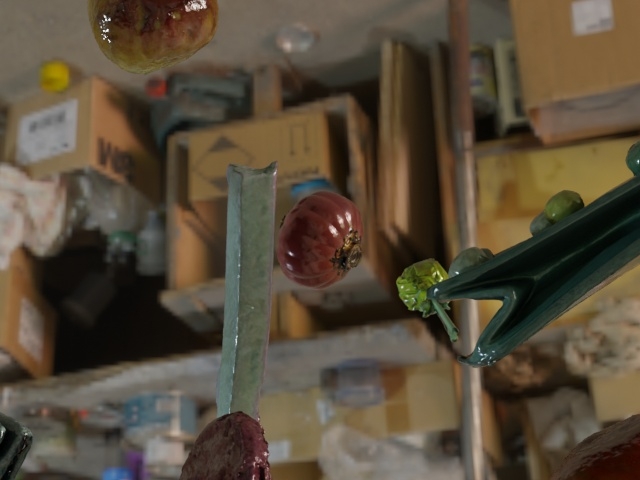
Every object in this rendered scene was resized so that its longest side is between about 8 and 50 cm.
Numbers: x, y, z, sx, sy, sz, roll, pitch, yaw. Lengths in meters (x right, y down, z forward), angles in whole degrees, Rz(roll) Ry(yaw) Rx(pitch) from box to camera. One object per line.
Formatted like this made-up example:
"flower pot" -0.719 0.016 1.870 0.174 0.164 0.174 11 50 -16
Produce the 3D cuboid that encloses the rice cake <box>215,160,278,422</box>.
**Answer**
"rice cake" -0.077 0.059 1.317 0.051 0.290 0.081 -1 -169 -26

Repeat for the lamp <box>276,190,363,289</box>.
"lamp" 0.000 0.000 1.367 0.092 0.107 0.107 27 170 29

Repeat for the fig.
"fig" -0.212 -0.263 1.595 0.159 0.159 0.257 1 163 -8

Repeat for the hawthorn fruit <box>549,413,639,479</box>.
"hawthorn fruit" 0.297 0.252 1.136 0.224 0.261 0.224 9 131 11

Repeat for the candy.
"candy" 0.157 0.089 1.747 0.077 0.073 0.262 -9 -164 -3

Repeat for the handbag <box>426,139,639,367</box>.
"handbag" 0.221 -0.003 1.090 0.274 0.100 0.268 -35 170 10

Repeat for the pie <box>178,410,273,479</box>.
"pie" -0.084 0.211 1.023 0.036 0.154 0.154 22 148 -23

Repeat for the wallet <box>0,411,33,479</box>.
"wallet" -0.400 0.196 1.052 0.342 0.237 0.075 20 168 43
